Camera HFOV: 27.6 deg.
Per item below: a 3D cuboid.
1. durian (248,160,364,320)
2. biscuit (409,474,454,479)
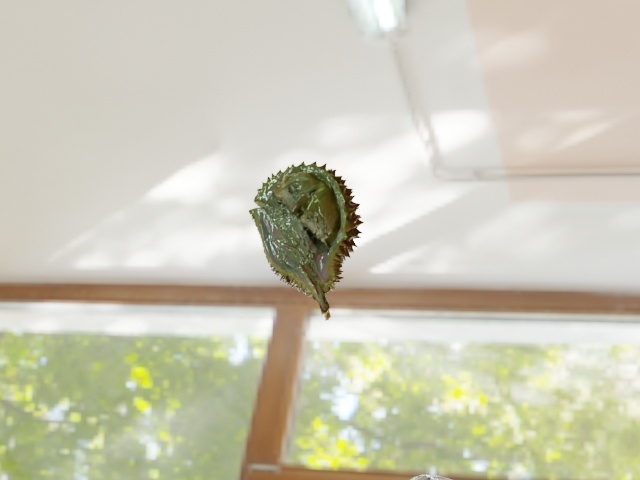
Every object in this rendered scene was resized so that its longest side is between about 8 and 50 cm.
[{"bbox_3d":[0.000,0.000,1.596,0.102,0.146,0.208,17,-129,-45],"label":"durian"},{"bbox_3d":[0.073,0.423,1.232,0.407,0.091,0.408,-168,90,-81],"label":"biscuit"}]
